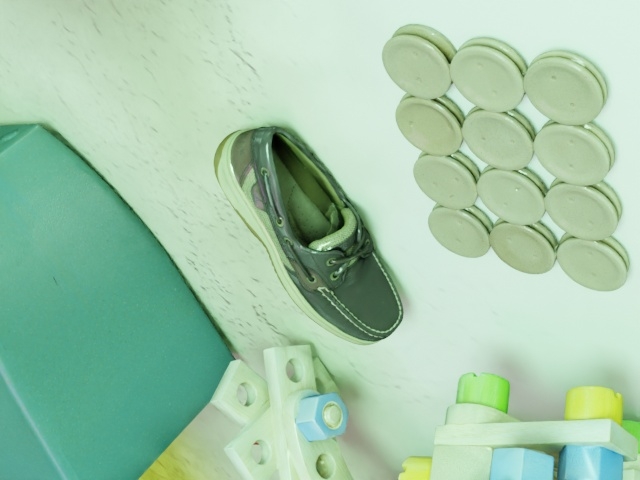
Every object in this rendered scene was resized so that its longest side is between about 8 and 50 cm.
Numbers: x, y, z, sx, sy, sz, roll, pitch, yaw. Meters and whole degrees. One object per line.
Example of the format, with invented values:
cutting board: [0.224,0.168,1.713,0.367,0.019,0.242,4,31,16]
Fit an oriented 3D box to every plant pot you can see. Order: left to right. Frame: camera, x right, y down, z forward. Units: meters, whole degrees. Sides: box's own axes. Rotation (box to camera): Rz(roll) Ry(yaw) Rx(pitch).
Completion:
plant pot: [-0.207,0.044,0.827,0.165,0.165,0.234,2,127,42]

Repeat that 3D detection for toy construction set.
toy construction set: [0.070,0.157,0.709,0.215,0.151,0.327,27,165,-34]

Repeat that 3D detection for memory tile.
memory tile: [0.090,-0.037,0.567,0.113,0.012,0.148,14,142,32]

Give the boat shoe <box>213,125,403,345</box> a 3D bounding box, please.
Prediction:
boat shoe: [0.000,0.000,0.660,0.152,0.056,0.049,49,151,-19]
